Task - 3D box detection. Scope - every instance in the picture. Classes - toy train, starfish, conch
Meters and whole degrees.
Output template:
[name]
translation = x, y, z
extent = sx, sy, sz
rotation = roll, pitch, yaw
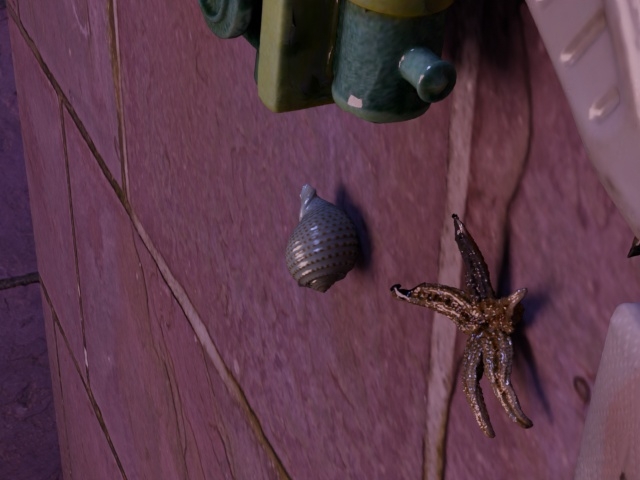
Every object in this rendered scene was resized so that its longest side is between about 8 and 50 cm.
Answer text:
[toy train]
translation = 0.028, -0.217, 0.682
extent = 0.237, 0.150, 0.369
rotation = 49, 143, 44
[starfish]
translation = 0.095, 0.045, 0.798
extent = 0.130, 0.041, 0.133
rotation = 27, 120, 55
[conch]
translation = 0.004, 0.002, 1.007
extent = 0.076, 0.057, 0.085
rotation = 86, -162, -72

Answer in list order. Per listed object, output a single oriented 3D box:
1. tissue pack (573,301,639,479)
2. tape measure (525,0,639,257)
[tissue pack]
translation = 0.180, 0.187, 0.496
extent = 0.325, 0.071, 0.170
rotation = -102, 14, -53
[tape measure]
translation = 0.147, -0.162, 0.424
extent = 0.265, 0.130, 0.258
rotation = -53, 51, 57
